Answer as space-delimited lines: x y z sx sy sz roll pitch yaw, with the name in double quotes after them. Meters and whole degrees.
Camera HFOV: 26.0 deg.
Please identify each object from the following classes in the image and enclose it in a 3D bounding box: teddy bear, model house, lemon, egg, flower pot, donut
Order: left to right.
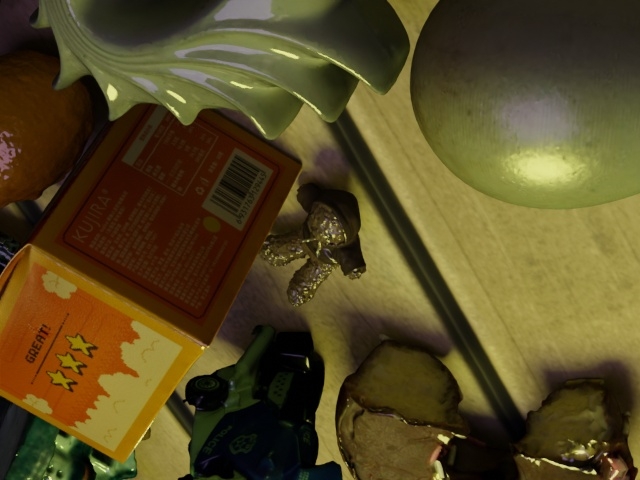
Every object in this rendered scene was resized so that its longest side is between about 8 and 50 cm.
-0.321 -0.118 1.469 0.142 0.187 0.142 33 179 1 "lemon"
-0.327 0.308 1.844 0.184 0.253 0.291 -8 145 47 "model house"
-0.091 -0.228 1.259 0.367 0.165 0.254 10 129 18 "flower pot"
0.006 -0.002 1.495 0.119 0.078 0.160 60 144 14 "teddy bear"
0.193 0.253 1.606 0.345 0.136 0.259 10 136 17 "donut"
0.222 -0.136 1.164 0.295 0.218 0.218 -2 131 9 "egg"

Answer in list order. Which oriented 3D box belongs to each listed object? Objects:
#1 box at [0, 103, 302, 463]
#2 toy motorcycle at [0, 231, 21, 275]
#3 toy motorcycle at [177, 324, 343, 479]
-0.199 0.028 1.461 0.213 0.283 0.259 33 136 -6 "box"
-0.309 0.080 1.695 0.270 0.106 0.159 17 130 4 "toy motorcycle"
-0.063 0.227 1.560 0.196 0.331 0.125 4 117 7 "toy motorcycle"
